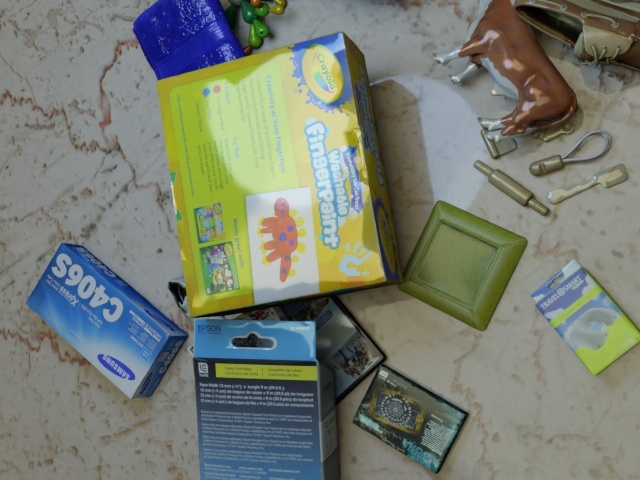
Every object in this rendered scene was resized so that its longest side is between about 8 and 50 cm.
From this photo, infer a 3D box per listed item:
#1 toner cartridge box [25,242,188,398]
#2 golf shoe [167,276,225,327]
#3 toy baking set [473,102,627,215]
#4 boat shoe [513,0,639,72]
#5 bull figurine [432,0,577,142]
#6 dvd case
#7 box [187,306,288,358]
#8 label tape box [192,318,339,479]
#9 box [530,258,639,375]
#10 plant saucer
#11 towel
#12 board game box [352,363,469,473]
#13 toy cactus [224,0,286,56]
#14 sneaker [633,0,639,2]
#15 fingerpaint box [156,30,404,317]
[{"bbox_3d":[-0.461,0.167,1.863,0.348,0.075,0.165,35,99,22],"label":"toner cartridge box"},{"bbox_3d":[-0.256,0.148,1.773,0.069,0.086,0.176,-44,72,11],"label":"golf shoe"},{"bbox_3d":[0.404,-0.148,1.554,0.256,0.030,0.197,44,101,21],"label":"toy baking set"},{"bbox_3d":[0.472,-0.348,1.475,0.324,0.122,0.120,36,77,17],"label":"boat shoe"},{"bbox_3d":[0.325,-0.320,1.561,0.188,0.101,0.310,-34,68,16],"label":"bull figurine"},{"bbox_3d":[-0.013,0.192,1.700,0.180,0.022,0.253,-44,70,12],"label":"dvd case"},{"bbox_3d":[-0.150,0.207,1.711,0.207,0.036,0.114,-33,88,20],"label":"box"},{"bbox_3d":[-0.101,0.312,1.634,0.249,0.115,0.347,-1,94,18],"label":"label tape box"},{"bbox_3d":[0.455,0.130,1.498,0.109,0.042,0.178,-42,71,13],"label":"box"},{"bbox_3d":[0.251,0.043,1.591,0.188,0.045,0.188,27,95,23],"label":"plant saucer"},{"bbox_3d":[-0.256,-0.357,1.776,0.228,0.076,0.308,-28,87,36],"label":"towel"},{"bbox_3d":[0.163,0.328,1.608,0.186,0.026,0.126,29,96,23],"label":"board game box"},{"bbox_3d":[-0.163,-0.483,1.801,0.219,0.112,0.180,-41,61,23],"label":"toy cactus"},{"bbox_3d":[0.488,-0.494,1.507,0.290,0.123,0.106,44,103,22],"label":"sneaker"},{"bbox_3d":[-0.074,-0.107,1.593,0.371,0.163,0.444,-12,82,16],"label":"fingerpaint box"}]
